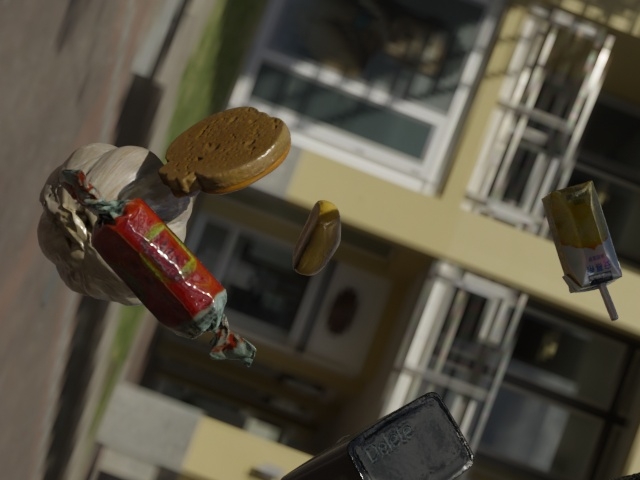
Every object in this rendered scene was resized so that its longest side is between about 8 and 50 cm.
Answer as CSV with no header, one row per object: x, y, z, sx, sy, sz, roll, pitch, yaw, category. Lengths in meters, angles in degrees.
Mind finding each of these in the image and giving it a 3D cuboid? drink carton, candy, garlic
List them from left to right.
-0.277,-0.020,2.100,0.152,0.228,0.228,-38,153,-61,garlic
-0.174,0.029,1.731,0.086,0.292,0.059,-26,-160,52,candy
0.379,0.021,2.277,0.074,0.084,0.200,138,-63,-76,drink carton

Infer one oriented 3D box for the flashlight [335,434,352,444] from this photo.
-0.012,0.437,2.366,0.424,0.103,0.103,-50,166,-51,flashlight

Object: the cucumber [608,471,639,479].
0.427,0.365,2.325,0.039,0.163,0.043,-154,-130,-82,cucumber

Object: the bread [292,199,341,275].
0.000,0.000,2.401,0.082,0.056,0.115,-93,-154,-63,bread

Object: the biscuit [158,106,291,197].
-0.119,-0.100,1.996,0.170,0.170,0.050,-71,145,-51,biscuit

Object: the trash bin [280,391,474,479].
0.064,0.302,2.118,0.165,0.115,0.225,-29,178,-33,trash bin
